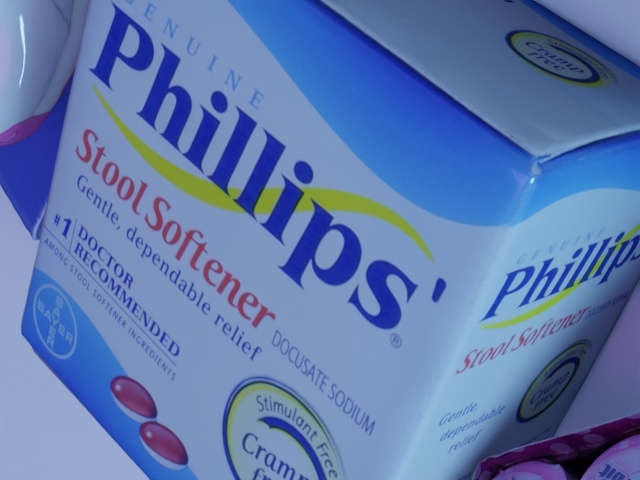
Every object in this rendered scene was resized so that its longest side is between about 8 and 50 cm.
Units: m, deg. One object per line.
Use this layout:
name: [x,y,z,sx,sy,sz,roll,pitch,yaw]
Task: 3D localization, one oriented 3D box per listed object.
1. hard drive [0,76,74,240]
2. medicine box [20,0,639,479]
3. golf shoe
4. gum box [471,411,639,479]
hard drive: [-0.233,-0.188,0.858,0.319,0.040,0.210,55,133,19]
medicine box: [0.000,0.000,0.599,0.263,0.149,0.289,41,128,30]
golf shoe: [-0.200,-0.210,0.703,0.115,0.140,0.306,10,95,29]
gum box: [0.156,0.123,0.491,0.107,0.062,0.188,40,136,-24]
